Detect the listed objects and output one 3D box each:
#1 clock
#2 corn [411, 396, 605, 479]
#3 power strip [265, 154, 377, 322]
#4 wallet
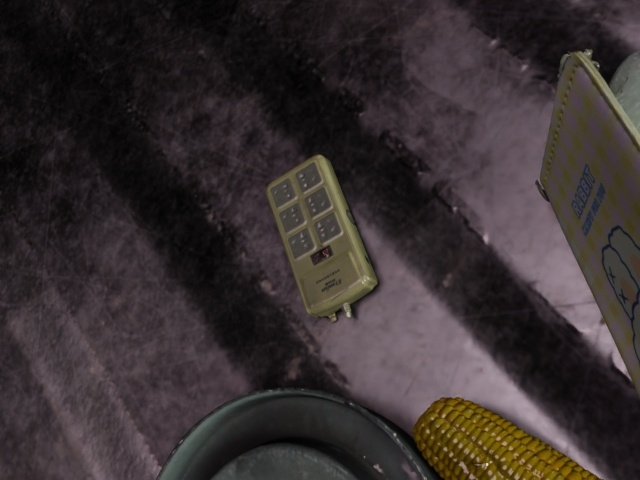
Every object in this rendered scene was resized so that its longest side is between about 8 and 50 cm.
[{"bbox_3d":[-0.021,0.288,0.720,0.319,0.066,0.319,-9,72,29],"label":"clock"},{"bbox_3d":[0.171,0.195,0.628,0.231,0.080,0.080,34,94,35],"label":"corn"},{"bbox_3d":[0.000,0.000,0.812,0.076,0.028,0.169,-30,63,19],"label":"power strip"},{"bbox_3d":[0.238,0.042,0.555,0.077,0.223,0.309,-16,65,-3],"label":"wallet"}]
